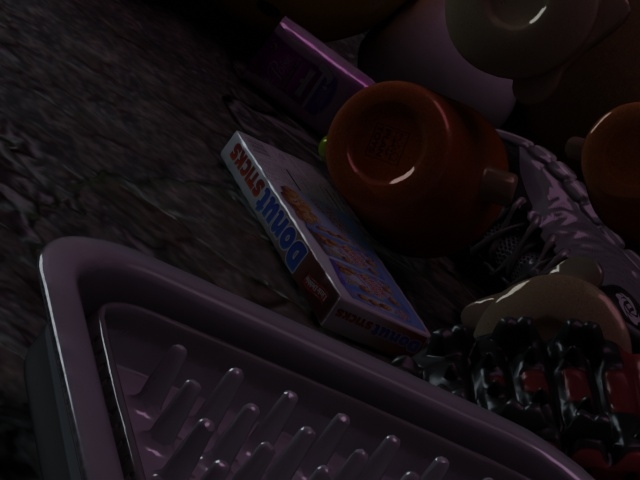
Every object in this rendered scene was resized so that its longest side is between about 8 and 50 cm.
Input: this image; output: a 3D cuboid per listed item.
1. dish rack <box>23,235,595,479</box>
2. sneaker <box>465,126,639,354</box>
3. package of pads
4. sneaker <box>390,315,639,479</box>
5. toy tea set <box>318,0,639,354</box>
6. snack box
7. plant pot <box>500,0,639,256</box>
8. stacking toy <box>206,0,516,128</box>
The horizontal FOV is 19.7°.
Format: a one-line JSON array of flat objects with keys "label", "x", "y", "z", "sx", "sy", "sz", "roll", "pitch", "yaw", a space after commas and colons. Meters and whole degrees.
[{"label": "dish rack", "x": 0.030, "y": 0.142, "z": 0.604, "sx": 0.285, "sy": 0.072, "sz": 0.333, "roll": 25, "pitch": 20, "yaw": -26}, {"label": "sneaker", "x": 0.133, "y": 0.010, "z": 1.129, "sx": 0.228, "sy": 0.086, "sz": 0.132, "roll": 41, "pitch": 21, "yaw": 16}, {"label": "package of pads", "x": -0.005, "y": -0.107, "z": 1.236, "sx": 0.083, "sy": 0.050, "sz": 0.032, "roll": 37, "pitch": 17, "yaw": 5}, {"label": "sneaker", "x": 0.160, "y": 0.118, "z": 0.873, "sx": 0.276, "sy": 0.135, "sz": 0.097, "roll": 10, "pitch": 33, "yaw": -3}, {"label": "toy tea set", "x": 0.146, "y": 0.000, "z": 1.015, "sx": 0.336, "sy": 0.200, "sz": 0.124, "roll": 56, "pitch": 10, "yaw": 21}, {"label": "snack box", "x": 0.000, "y": 0.000, "z": 1.009, "sx": 0.064, "sy": 0.022, "sz": 0.178, "roll": 25, "pitch": 19, "yaw": -33}, {"label": "plant pot", "x": 0.264, "y": -0.056, "z": 1.357, "sx": 0.237, "sy": 0.237, "sz": 0.254, "roll": 25, "pitch": 33, "yaw": -30}, {"label": "stacking toy", "x": -0.016, "y": -0.266, "z": 1.321, "sx": 0.480, "sy": 0.350, "sz": 0.350, "roll": 48, "pitch": 15, "yaw": -10}]
